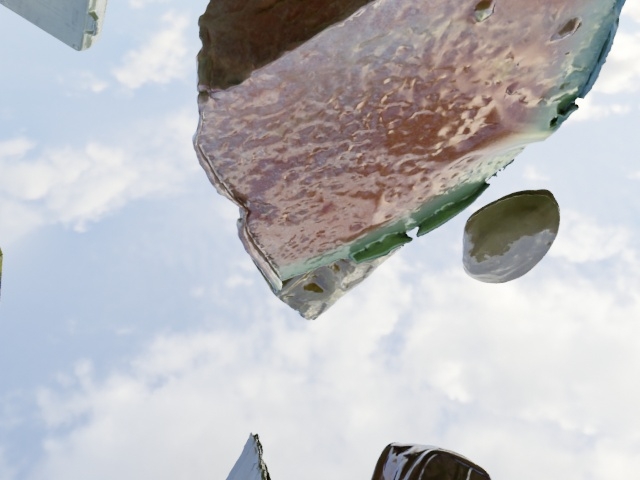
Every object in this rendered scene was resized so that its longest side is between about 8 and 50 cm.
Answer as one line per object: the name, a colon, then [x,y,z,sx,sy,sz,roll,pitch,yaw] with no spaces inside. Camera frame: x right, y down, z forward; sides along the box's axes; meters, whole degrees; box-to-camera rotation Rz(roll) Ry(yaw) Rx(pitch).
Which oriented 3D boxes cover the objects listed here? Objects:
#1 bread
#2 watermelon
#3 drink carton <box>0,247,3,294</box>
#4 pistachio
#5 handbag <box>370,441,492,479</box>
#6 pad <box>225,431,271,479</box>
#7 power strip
bread: [-0.003,-0.005,1.433,0.252,0.238,0.196,-32,-135,14]
watermelon: [0.072,-0.130,0.494,0.222,0.292,0.319,13,-106,19]
drink carton: [-0.480,0.072,1.083,0.071,0.166,0.056,-6,-138,-31]
pistachio: [0.356,-0.010,1.497,0.152,0.223,0.126,43,-155,4]
handbag: [0.134,0.388,1.063,0.146,0.135,0.225,33,-113,-19]
pad: [-0.144,0.427,1.208,0.022,0.233,0.174,28,-173,-18]
power strip: [-0.382,-0.343,0.980,0.270,0.118,0.046,31,-129,-1]
